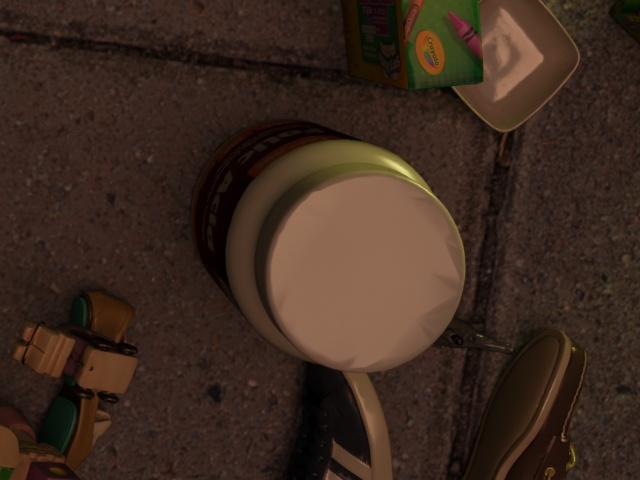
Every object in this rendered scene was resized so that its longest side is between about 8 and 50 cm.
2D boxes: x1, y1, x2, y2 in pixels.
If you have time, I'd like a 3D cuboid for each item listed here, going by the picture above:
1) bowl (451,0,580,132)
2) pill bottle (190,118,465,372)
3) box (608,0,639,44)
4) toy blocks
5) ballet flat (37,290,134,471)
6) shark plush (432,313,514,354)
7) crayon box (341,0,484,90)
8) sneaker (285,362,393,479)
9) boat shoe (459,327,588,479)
[{"bbox_3d":[0.205,-0.209,1.785,0.142,0.053,0.142,-44,105,-4],"label":"bowl"},{"bbox_3d":[0.000,0.000,1.597,0.224,0.392,0.224,-2,99,-12],"label":"pill bottle"},{"bbox_3d":[0.518,-0.299,1.724,0.177,0.279,0.290,41,89,-15],"label":"box"},{"bbox_3d":[-0.406,0.182,1.627,0.288,0.260,0.309,17,99,-39],"label":"toy blocks"},{"bbox_3d":[-0.255,0.172,1.734,0.073,0.080,0.232,11,98,-32],"label":"ballet flat"},{"bbox_3d":[0.143,0.114,1.815,0.161,0.067,0.073,29,91,-15],"label":"shark plush"},{"bbox_3d":[0.088,-0.249,1.636,0.081,0.278,0.165,-7,100,-11],"label":"crayon box"},{"bbox_3d":[0.000,0.276,1.775,0.148,0.131,0.350,-14,102,-15],"label":"sneaker"},{"bbox_3d":[0.238,0.260,1.838,0.096,0.116,0.324,21,98,-19],"label":"boat shoe"}]
